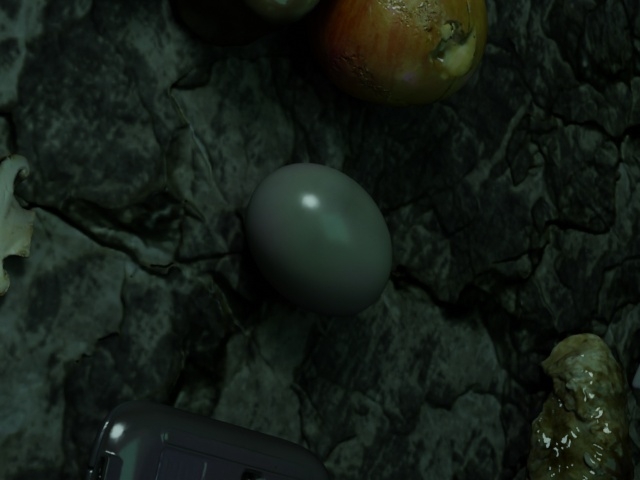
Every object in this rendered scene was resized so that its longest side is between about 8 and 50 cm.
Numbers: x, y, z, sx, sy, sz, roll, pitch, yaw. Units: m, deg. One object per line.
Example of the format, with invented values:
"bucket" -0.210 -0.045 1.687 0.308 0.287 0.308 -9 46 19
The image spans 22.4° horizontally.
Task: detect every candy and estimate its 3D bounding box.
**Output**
"candy" -0.020 -0.255 1.251 0.102 0.104 0.234 49 58 -22

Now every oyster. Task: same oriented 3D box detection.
"oyster" 0.261 0.241 1.473 0.166 0.094 0.294 -47 122 -42

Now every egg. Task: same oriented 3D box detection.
"egg" 0.000 0.000 1.250 0.135 0.103 0.103 50 57 -30

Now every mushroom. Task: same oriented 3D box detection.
"mushroom" -0.220 -0.011 1.115 0.049 0.019 0.101 16 78 -38

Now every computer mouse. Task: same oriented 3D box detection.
"computer mouse" -0.083 0.191 1.194 0.232 0.057 0.120 21 73 -41

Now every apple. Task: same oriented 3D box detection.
"apple" 0.061 -0.179 1.293 0.146 0.146 0.146 4 84 -41

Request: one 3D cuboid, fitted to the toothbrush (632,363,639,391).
"toothbrush" 0.370 0.034 1.625 0.025 0.020 0.286 43 60 -20
